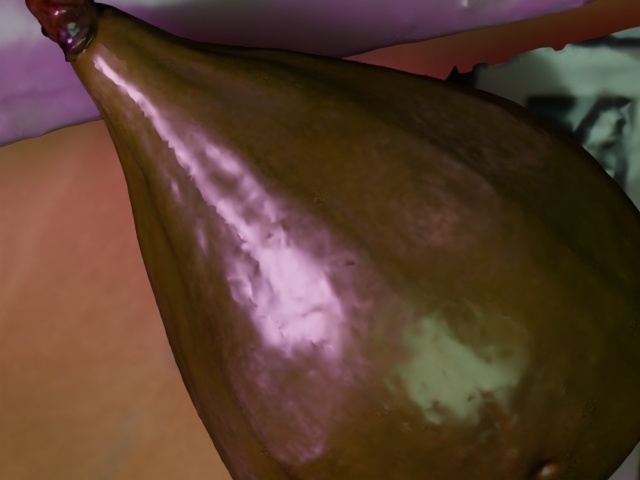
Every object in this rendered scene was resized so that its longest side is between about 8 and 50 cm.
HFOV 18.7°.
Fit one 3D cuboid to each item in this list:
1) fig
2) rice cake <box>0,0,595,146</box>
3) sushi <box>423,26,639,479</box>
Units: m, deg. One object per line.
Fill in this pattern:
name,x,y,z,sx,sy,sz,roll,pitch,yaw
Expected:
fig,-0.003,0.018,0.507,0.184,0.133,0.127,16,81,-17
rice cake,-0.084,-0.061,0.533,0.364,0.056,0.073,-15,111,-9
sushi,0.198,0.057,0.650,0.320,0.069,0.339,-14,113,1
